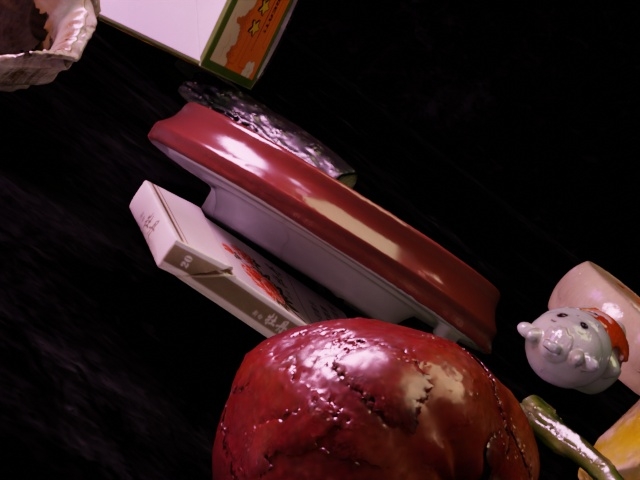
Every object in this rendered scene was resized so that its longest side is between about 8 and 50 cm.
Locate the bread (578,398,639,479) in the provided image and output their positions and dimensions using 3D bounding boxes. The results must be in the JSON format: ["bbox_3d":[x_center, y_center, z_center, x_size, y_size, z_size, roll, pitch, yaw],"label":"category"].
[{"bbox_3d":[0.341,0.205,1.428,0.170,0.197,0.197,54,12,13],"label":"bread"}]

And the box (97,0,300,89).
[{"bbox_3d":[-0.138,-0.287,1.722,0.195,0.177,0.148,27,3,22],"label":"box"}]

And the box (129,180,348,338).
[{"bbox_3d":[-0.044,0.036,1.141,0.198,0.029,0.109,36,10,-28],"label":"box"}]

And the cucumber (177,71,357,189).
[{"bbox_3d":[-0.056,-0.115,1.703,0.211,0.062,0.078,42,9,19],"label":"cucumber"}]

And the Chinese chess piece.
[{"bbox_3d":[0.467,0.144,2.411,0.273,0.102,0.273,38,10,-8],"label":"Chinese chess piece"}]

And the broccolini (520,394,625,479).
[{"bbox_3d":[0.206,0.186,1.121,0.058,0.071,0.254,-13,28,-27],"label":"broccolini"}]

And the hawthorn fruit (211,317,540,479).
[{"bbox_3d":[0.015,0.102,0.744,0.172,0.148,0.148,23,-6,46],"label":"hawthorn fruit"}]

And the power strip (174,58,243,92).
[{"bbox_3d":[-0.120,-0.179,1.862,0.111,0.029,0.038,42,10,13],"label":"power strip"}]

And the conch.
[{"bbox_3d":[-0.226,-0.166,1.073,0.207,0.130,0.155,8,17,-46],"label":"conch"}]

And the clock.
[{"bbox_3d":[0.000,0.000,1.265,0.318,0.080,0.318,31,-2,1],"label":"clock"}]

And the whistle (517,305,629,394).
[{"bbox_3d":[0.300,0.126,1.852,0.101,0.106,0.253,61,16,19],"label":"whistle"}]
